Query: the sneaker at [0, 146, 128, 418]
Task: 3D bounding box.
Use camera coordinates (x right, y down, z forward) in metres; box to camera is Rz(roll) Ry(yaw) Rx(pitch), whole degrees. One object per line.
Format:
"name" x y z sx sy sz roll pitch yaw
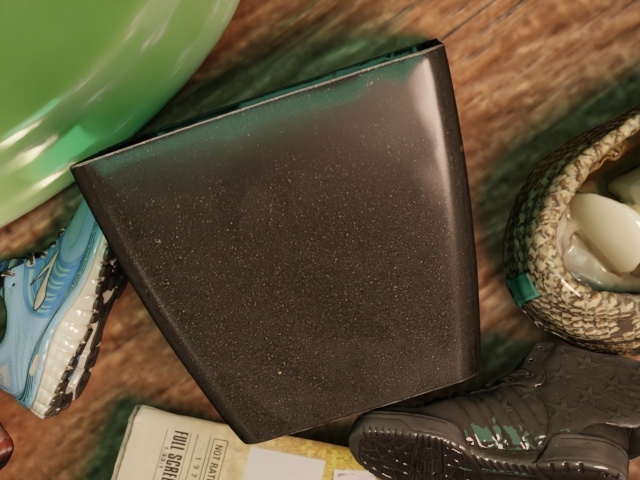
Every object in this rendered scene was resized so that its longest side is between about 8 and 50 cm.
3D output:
"sneaker" -0.154 0.018 0.865 0.073 0.063 0.162 24 92 10

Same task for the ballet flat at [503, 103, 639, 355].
"ballet flat" 0.315 -0.077 0.753 0.482 0.182 0.164 -28 85 5

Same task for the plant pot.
"plant pot" 0.000 0.000 0.797 0.188 0.187 0.167 -19 97 6

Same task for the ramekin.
"ramekin" -0.200 -0.122 0.760 0.303 0.303 0.148 -37 78 5

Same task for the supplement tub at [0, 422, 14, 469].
"supplement tub" -0.271 0.072 0.855 0.106 0.106 0.198 -38 86 4

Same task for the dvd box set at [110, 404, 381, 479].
"dvd box set" 0.067 0.268 0.769 0.420 0.062 0.308 9 60 6

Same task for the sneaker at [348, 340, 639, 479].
"sneaker" 0.105 0.090 0.776 0.170 0.089 0.051 7 134 10
